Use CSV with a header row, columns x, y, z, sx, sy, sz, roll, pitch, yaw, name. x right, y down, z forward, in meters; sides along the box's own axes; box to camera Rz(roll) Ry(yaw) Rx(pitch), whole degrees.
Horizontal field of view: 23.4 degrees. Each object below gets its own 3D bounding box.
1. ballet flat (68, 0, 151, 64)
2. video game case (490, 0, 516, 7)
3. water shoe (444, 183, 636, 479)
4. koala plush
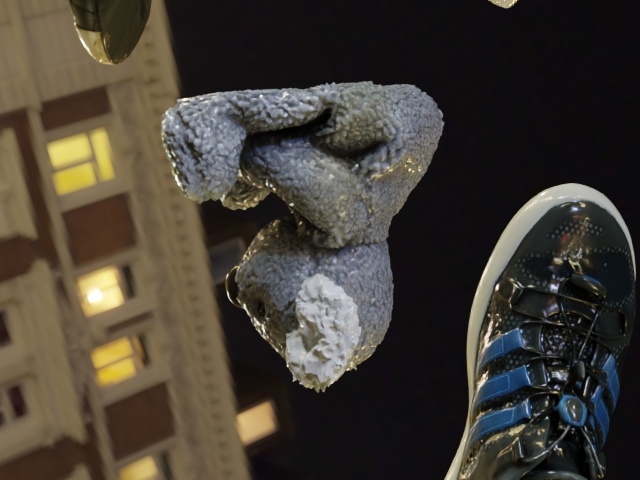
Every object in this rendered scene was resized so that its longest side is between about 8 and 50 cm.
x,y,z,sx,sy,sz,roll,pitch,yaw,name
-0.108,-0.166,0.704,0.049,0.057,0.173,4,-68,23,ballet flat
0.156,-0.286,0.942,0.206,0.026,0.227,-45,-143,39,video game case
0.098,0.078,0.640,0.080,0.073,0.203,-163,-93,-71,water shoe
0.000,0.000,1.167,0.196,0.203,0.221,12,72,-83,koala plush
